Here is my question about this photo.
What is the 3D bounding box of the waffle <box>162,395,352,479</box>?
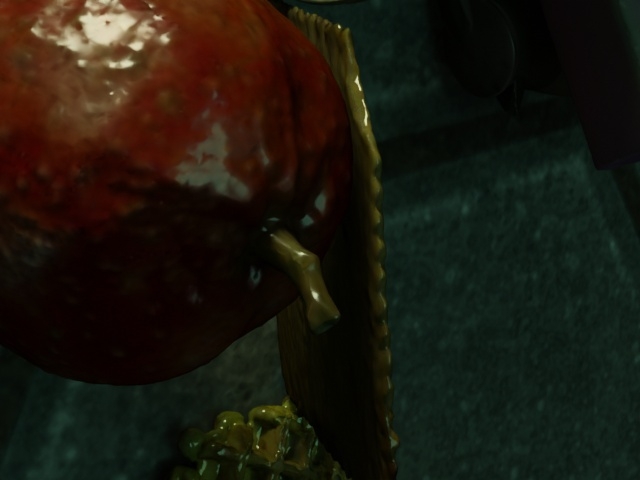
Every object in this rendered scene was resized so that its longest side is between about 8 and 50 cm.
[{"bbox_3d":[-0.035,0.184,0.920,0.191,0.038,0.191,-9,104,-43],"label":"waffle"}]

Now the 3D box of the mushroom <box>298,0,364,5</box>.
[{"bbox_3d":[0.070,-0.237,0.806,0.195,0.253,0.189,40,39,-2],"label":"mushroom"}]

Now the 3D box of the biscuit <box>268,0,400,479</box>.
[{"bbox_3d":[0.000,0.000,0.801,0.013,0.232,0.236,-7,105,-13],"label":"biscuit"}]

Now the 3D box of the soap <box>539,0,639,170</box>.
[{"bbox_3d":[0.213,-0.182,0.937,0.181,0.081,0.259,-15,84,-26],"label":"soap"}]

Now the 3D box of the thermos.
[{"bbox_3d":[0.160,-0.156,1.010,0.193,0.105,0.137,-17,85,-31],"label":"thermos"}]

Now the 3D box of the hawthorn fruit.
[{"bbox_3d":[-0.078,-0.030,0.686,0.205,0.253,0.205,-39,145,-35],"label":"hawthorn fruit"}]
